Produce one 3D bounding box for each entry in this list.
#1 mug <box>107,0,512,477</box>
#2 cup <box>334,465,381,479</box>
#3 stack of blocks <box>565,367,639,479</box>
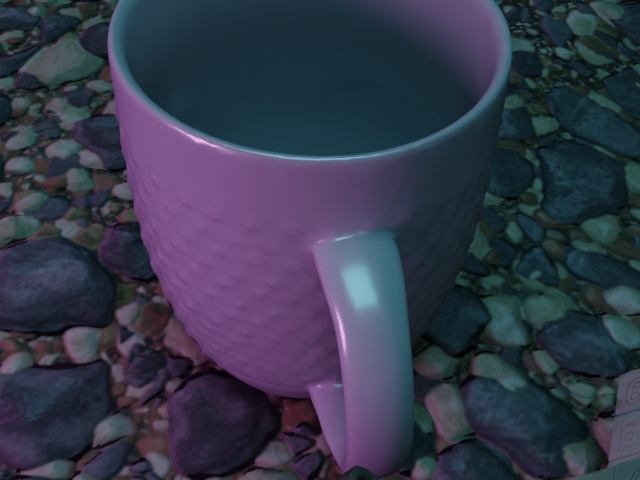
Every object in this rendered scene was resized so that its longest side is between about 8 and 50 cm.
[{"bbox_3d":[0.000,0.000,0.742,0.276,0.328,0.374,-9,48,-10],"label":"mug"},{"bbox_3d":[-0.001,0.317,0.486,0.237,0.331,0.331,-30,51,3],"label":"cup"},{"bbox_3d":[0.249,0.216,0.655,0.171,0.087,0.297,42,45,-18],"label":"stack of blocks"}]
